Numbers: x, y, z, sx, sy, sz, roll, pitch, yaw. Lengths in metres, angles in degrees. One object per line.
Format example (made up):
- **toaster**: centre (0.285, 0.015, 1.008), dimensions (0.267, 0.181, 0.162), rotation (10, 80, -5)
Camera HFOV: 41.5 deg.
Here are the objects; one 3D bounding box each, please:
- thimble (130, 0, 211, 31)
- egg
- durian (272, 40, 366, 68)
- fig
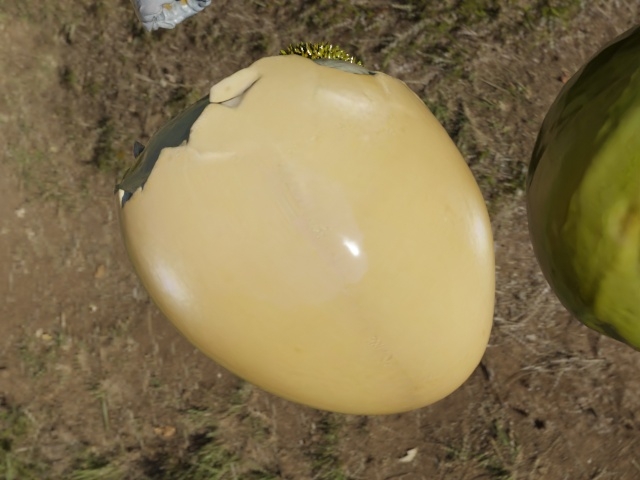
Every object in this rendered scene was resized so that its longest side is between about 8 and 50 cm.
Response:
- **thimble**: centre (-0.235, -0.397, 1.287), dimensions (0.127, 0.151, 0.117), rotation (-26, 94, -3)
- **egg**: centre (0.000, 0.000, 0.516), dimensions (0.201, 0.201, 0.244), rotation (-41, 93, 25)
- **durian**: centre (-0.019, -0.223, 1.532), dimensions (0.225, 0.291, 0.290), rotation (3, 90, 28)
- **fig**: centre (0.258, -0.048, 0.555), dimensions (0.240, 0.271, 0.239), rotation (-4, 56, 6)
